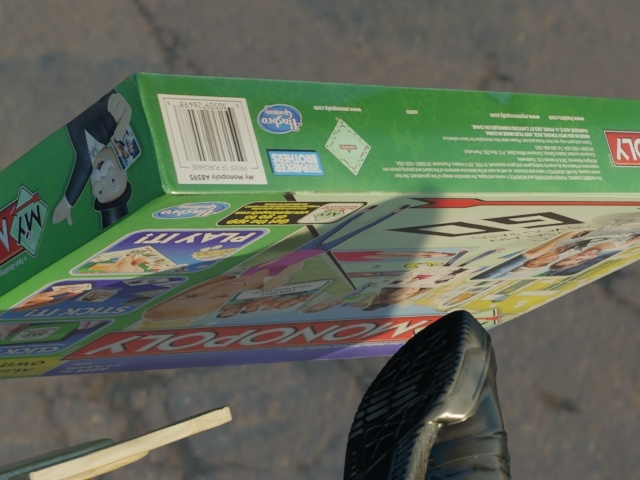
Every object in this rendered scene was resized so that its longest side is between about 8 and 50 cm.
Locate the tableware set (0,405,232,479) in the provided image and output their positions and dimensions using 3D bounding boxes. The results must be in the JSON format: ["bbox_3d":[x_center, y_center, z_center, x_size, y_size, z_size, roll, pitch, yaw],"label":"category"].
[{"bbox_3d":[-0.119,0.092,0.523,0.128,0.039,0.194,-18,-2,41],"label":"tableware set"}]

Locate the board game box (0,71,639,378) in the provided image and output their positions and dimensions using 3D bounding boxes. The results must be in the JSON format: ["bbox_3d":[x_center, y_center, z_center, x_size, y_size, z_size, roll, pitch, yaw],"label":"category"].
[{"bbox_3d":[0.000,0.000,0.797,0.317,0.213,0.046,-1,70,-41],"label":"board game box"}]

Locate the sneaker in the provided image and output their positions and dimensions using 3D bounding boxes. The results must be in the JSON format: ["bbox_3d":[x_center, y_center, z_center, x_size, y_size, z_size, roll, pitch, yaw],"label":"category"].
[{"bbox_3d":[0.048,0.105,0.641,0.089,0.051,0.170,44,36,-18],"label":"sneaker"}]
